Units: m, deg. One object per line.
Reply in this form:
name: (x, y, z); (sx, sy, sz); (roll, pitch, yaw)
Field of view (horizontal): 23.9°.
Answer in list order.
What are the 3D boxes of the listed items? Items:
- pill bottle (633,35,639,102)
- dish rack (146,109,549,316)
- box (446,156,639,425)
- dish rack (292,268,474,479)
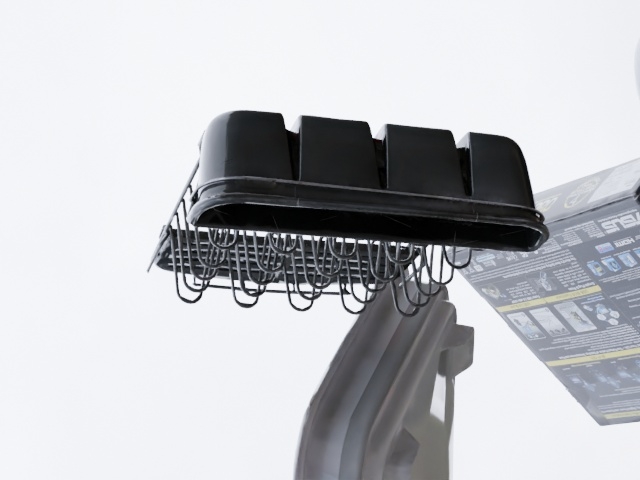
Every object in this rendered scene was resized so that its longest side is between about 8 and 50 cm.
pill bottle: (0.401, -0.163, 1.184); (0.160, 0.283, 0.160); (21, -126, -33)
dish rack: (0.000, 0.000, 0.955); (0.208, 0.271, 0.074); (6, -112, -15)
box: (0.366, 0.070, 1.770); (0.318, 0.395, 0.097); (48, -116, -10)
dish rack: (0.057, 0.208, 1.137); (0.285, 0.072, 0.332); (-57, -29, -58)
